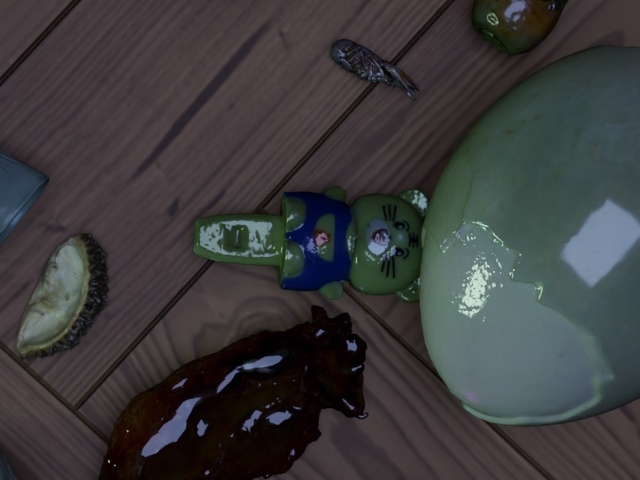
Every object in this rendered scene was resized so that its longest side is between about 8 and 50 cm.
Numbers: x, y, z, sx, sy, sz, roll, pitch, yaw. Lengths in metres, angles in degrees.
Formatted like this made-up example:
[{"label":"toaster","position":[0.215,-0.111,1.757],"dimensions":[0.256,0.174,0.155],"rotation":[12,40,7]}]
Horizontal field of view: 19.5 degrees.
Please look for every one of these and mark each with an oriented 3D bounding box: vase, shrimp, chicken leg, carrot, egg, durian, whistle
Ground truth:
[{"label":"vase","position":[-0.353,-0.084,1.635],"dimensions":[0.219,0.096,0.096],"rotation":[38,87,-3]},{"label":"shrimp","position":[0.052,-0.156,1.702],"dimensions":[0.092,0.038,0.029],"rotation":[25,90,-7]},{"label":"chicken leg","position":[-0.124,0.204,1.674],"dimensions":[0.407,0.096,0.158],"rotation":[-47,115,-1]},{"label":"carrot","position":[0.239,-0.302,1.708],"dimensions":[0.078,0.078,0.298],"rotation":[33,84,-7]},{"label":"egg","position":[0.222,0.007,1.605],"dimensions":[0.278,0.278,0.336],"rotation":[37,82,-6]},{"label":"durian","position":[-0.228,0.056,1.671],"dimensions":[0.066,0.052,0.130],"rotation":[26,89,-4]},{"label":"whistle","position":[0.000,0.000,1.679],"dimensions":[0.227,0.085,0.105],"rotation":[3,82,-6]}]

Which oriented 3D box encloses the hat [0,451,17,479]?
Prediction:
[{"label":"hat","position":[-0.392,0.304,1.603],"dimensions":[0.301,0.168,0.258],"rotation":[-3,91,-7]}]
